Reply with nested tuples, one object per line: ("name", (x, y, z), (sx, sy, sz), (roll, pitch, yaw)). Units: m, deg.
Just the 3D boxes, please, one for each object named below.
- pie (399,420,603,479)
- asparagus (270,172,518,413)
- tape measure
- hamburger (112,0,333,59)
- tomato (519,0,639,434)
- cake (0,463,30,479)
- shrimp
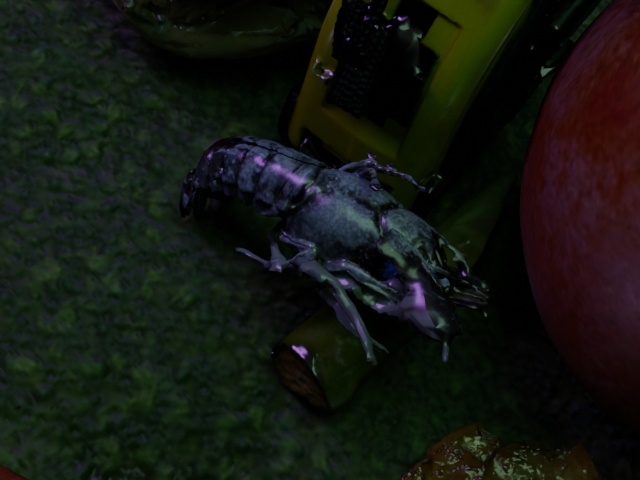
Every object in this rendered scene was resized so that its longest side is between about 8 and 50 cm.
("pie", (0.065, 0.145, 0.580), (0.092, 0.034, 0.170), (41, 63, 4))
("asparagus", (0.048, 0.022, 0.640), (0.045, 0.041, 0.178), (16, 43, 44))
("tape measure", (0.072, -0.115, 0.639), (0.112, 0.186, 0.199), (33, 55, 10))
("hamburger", (-0.058, -0.178, 0.669), (0.185, 0.131, 0.159), (34, 65, 9))
("tomato", (0.221, -0.025, 0.587), (0.265, 0.265, 0.265), (9, 59, -15))
("cake", (-0.114, 0.126, 0.456), (0.262, 0.158, 0.160), (-3, 64, -23))
("shrimp", (-0.001, -0.004, 0.583), (0.174, 0.076, 0.082), (28, 57, 27))
